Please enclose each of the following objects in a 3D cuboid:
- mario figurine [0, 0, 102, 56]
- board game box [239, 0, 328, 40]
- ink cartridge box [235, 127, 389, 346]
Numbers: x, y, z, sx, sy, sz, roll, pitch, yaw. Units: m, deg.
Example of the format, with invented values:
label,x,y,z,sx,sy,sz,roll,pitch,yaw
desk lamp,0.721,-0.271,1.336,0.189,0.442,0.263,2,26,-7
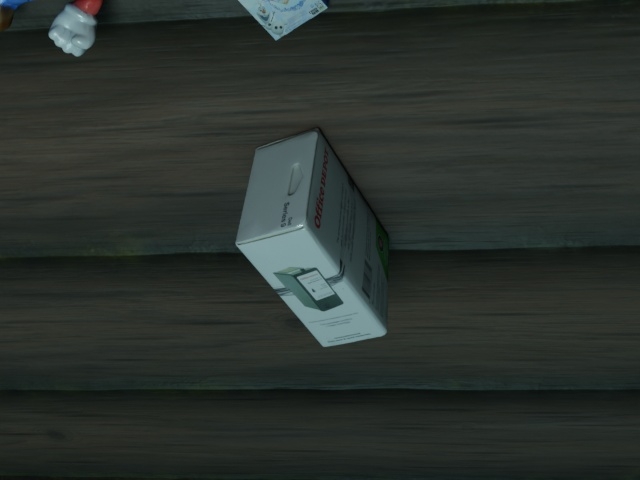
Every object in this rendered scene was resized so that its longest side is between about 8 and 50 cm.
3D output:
label,x,y,z,sx,sy,sz,roll,pitch,yaw
mario figurine,-0.307,-0.321,0.931,0.321,0.170,0.198,-6,180,23
board game box,-0.052,-0.317,1.038,0.090,0.020,0.090,-24,133,30
ink cartridge box,0.000,0.000,1.265,0.122,0.211,0.289,-14,135,23
